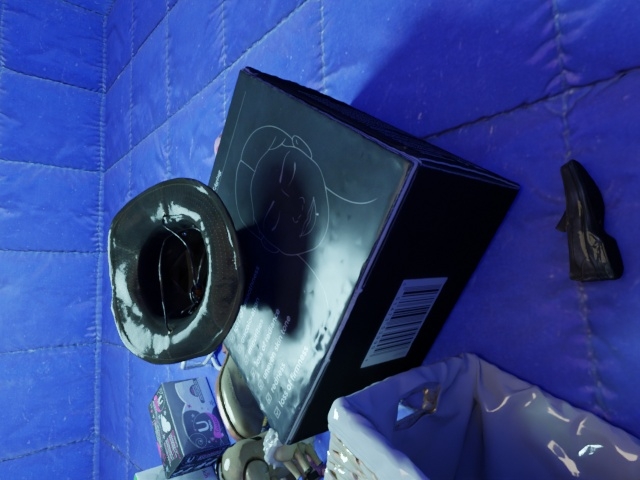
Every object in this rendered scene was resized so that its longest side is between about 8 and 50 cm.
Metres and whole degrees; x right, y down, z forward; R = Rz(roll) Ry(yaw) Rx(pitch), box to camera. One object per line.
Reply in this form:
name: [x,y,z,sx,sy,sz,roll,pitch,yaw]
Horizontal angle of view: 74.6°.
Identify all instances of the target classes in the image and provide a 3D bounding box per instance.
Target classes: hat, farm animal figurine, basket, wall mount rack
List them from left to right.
hat: [-0.224,0.049,0.732,0.330,0.133,0.332,0,90,31]
wall mount rack: [-0.389,0.237,1.345,0.304,0.130,0.350,-57,50,29]
farm animal figurine: [-0.083,0.435,0.853,0.330,0.326,0.172,-50,60,15]
basket: [0.211,0.351,0.515,0.331,0.328,0.267,22,108,47]

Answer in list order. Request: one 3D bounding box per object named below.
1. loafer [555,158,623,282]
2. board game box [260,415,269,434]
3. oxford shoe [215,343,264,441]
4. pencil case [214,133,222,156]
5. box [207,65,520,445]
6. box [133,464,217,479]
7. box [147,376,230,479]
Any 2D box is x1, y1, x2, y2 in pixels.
loafer: [0.351,-0.026,0.575,0.061,0.062,0.170,-23,69,51]
board game box: [-0.174,0.465,1.137,0.260,0.030,0.136,-70,26,19]
oxford shoe: [-0.175,0.322,1.046,0.130,0.123,0.348,-40,37,19]
pencil case: [-0.184,-0.229,1.158,0.284,0.124,0.124,28,108,45]
box: [0.000,0.000,0.793,0.471,0.297,0.481,41,118,40]
box: [-0.414,0.812,1.258,0.262,0.230,0.127,40,117,43]
box: [-0.419,0.582,1.332,0.142,0.163,0.247,-54,51,27]
